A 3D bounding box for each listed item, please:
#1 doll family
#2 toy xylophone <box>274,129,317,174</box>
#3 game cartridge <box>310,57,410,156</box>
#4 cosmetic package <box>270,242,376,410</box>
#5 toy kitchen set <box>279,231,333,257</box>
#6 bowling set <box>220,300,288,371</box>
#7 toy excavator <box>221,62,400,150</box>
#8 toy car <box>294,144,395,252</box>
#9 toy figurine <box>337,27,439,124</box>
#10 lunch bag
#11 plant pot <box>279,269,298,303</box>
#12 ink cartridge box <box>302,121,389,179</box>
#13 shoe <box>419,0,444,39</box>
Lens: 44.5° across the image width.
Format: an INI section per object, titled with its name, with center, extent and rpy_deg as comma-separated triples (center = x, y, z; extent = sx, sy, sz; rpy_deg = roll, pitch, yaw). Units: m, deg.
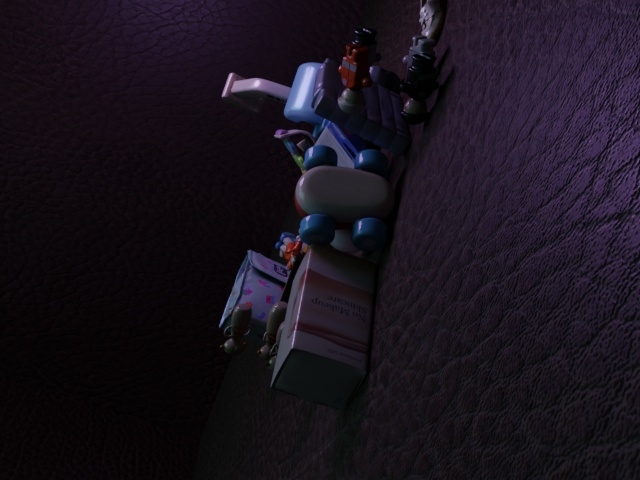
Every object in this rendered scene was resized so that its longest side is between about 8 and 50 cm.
[doll family]
center = -0.010, -0.032, 2.016
extent = 0.163, 0.118, 0.263
rpy_deg = 48, 123, 58
[toy xylophone]
center = -0.013, -0.181, 2.177
extent = 0.081, 0.323, 0.236
rpy_deg = -32, 5, -4
[game cartridge]
center = 0.091, -0.321, 1.844
extent = 0.355, 0.230, 0.068
rpy_deg = -84, 18, -64
[cosmetic package]
center = 0.012, 0.159, 1.512
extent = 0.296, 0.153, 0.129
rpy_deg = -82, 13, -50
[toy kitchen set]
center = 0.000, 0.000, 2.224
extent = 0.207, 0.166, 0.122
rpy_deg = 20, 109, 48
[bowling set]
center = -0.067, 0.244, 1.785
extent = 0.200, 0.287, 0.154
rpy_deg = 40, 122, 46
[toy excavator]
center = -0.048, -0.402, 2.208
extent = 0.433, 0.445, 0.222
rpy_deg = 171, 119, -81
[toy car]
center = 0.044, -0.046, 1.700
extent = 0.238, 0.210, 0.219
rpy_deg = 99, 174, -57
[toy figurine]
center = 0.145, -0.349, 1.665
extent = 0.209, 0.213, 0.148
rpy_deg = -77, -6, -59
[lunch bag]
center = -0.154, 0.168, 2.346
extent = 0.160, 0.223, 0.262
rpy_deg = -51, 18, 51
[plant pot]
center = -0.038, 0.135, 2.101
extent = 0.096, 0.109, 0.109
rpy_deg = -35, -34, -84
[ink cartridge box]
center = 0.062, -0.178, 1.898
extent = 0.065, 0.186, 0.311
rpy_deg = -35, -4, -18
[shoe]
center = 0.260, -0.546, 1.877
extent = 0.076, 0.058, 0.219
rpy_deg = 119, 168, -49
